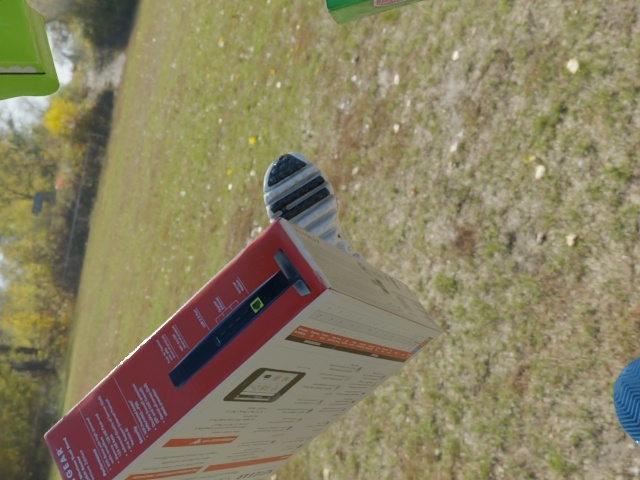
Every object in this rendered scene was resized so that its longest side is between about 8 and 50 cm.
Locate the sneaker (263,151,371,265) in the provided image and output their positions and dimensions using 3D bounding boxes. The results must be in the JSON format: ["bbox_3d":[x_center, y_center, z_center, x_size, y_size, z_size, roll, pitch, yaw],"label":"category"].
[{"bbox_3d":[0.000,0.000,1.041,0.292,0.110,0.118,63,180,12],"label":"sneaker"}]

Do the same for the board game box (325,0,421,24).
[{"bbox_3d":[0.135,-0.341,0.544,0.064,0.316,0.243,-38,-64,-77],"label":"board game box"}]

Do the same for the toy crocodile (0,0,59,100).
[{"bbox_3d":[-0.326,-0.099,0.369,0.115,0.340,0.105,64,146,18],"label":"toy crocodile"}]

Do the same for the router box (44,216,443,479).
[{"bbox_3d":[-0.051,0.142,0.697,0.301,0.335,0.082,-42,63,10],"label":"router box"}]

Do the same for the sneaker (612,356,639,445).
[{"bbox_3d":[0.401,0.215,0.709,0.087,0.092,0.229,-51,29,18],"label":"sneaker"}]
